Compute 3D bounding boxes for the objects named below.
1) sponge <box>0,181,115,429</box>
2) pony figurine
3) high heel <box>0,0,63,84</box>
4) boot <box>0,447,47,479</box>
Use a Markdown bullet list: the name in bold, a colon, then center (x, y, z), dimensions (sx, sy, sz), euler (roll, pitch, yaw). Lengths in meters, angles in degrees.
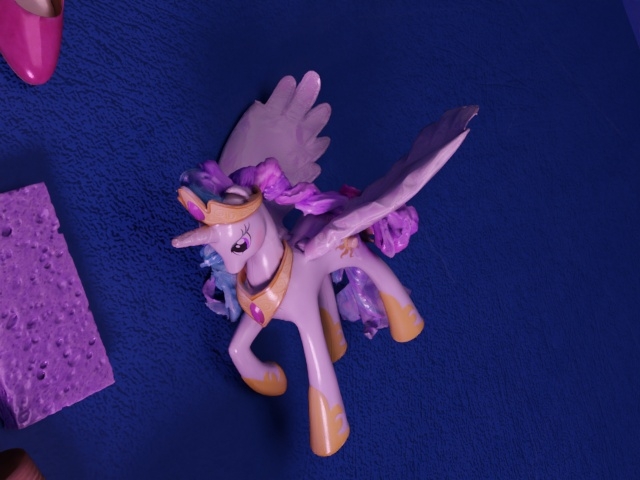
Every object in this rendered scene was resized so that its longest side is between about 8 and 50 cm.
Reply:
- **sponge**: center (-0.276, 0.058, 0.933), dimensions (0.117, 0.031, 0.210), euler (-26, 101, -48)
- **pony figurine**: center (0.000, 0.000, 1.115), dimensions (0.351, 0.302, 0.363), euler (-50, 133, -33)
- **high heel**: center (-0.263, -0.278, 0.962), dimensions (0.082, 0.117, 0.244), euler (8, 75, -48)
- **boot**: center (-0.289, 0.337, 0.813), dimensions (0.283, 0.109, 0.220), euler (-47, 120, -52)
